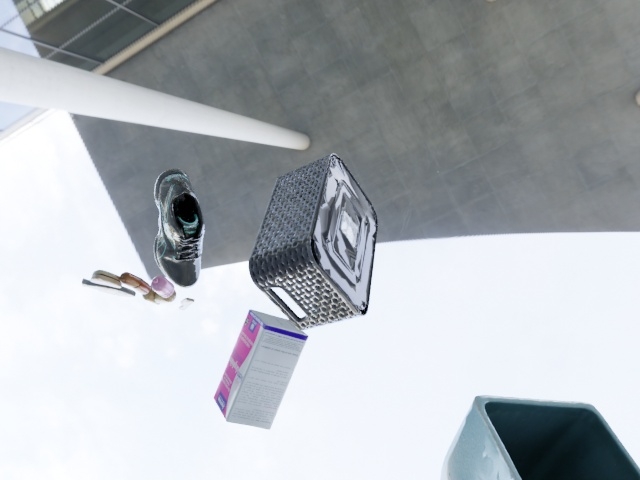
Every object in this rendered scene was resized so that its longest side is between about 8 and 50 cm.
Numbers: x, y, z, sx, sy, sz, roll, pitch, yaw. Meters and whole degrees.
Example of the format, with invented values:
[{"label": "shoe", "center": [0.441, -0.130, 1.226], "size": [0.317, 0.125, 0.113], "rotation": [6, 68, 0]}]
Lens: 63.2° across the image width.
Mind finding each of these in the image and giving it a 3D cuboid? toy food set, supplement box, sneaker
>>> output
[{"label": "toy food set", "center": [-0.209, 0.052, 0.603], "size": [0.122, 0.078, 0.019], "rotation": [19, -116, -22]}, {"label": "supplement box", "center": [-0.132, 0.278, 1.132], "size": [0.113, 0.111, 0.220], "rotation": [21, -89, -29]}, {"label": "sneaker", "center": [-0.293, -0.010, 1.086], "size": [0.106, 0.101, 0.268], "rotation": [33, -49, 51]}]

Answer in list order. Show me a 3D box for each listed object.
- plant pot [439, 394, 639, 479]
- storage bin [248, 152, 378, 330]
[{"label": "plant pot", "center": [0.322, 0.418, 0.784], "size": [0.247, 0.248, 0.252], "rotation": [9, -56, -20]}, {"label": "storage bin", "center": [0.000, 0.000, 0.615], "size": [0.084, 0.180, 0.122], "rotation": [-18, -52, 29]}]
